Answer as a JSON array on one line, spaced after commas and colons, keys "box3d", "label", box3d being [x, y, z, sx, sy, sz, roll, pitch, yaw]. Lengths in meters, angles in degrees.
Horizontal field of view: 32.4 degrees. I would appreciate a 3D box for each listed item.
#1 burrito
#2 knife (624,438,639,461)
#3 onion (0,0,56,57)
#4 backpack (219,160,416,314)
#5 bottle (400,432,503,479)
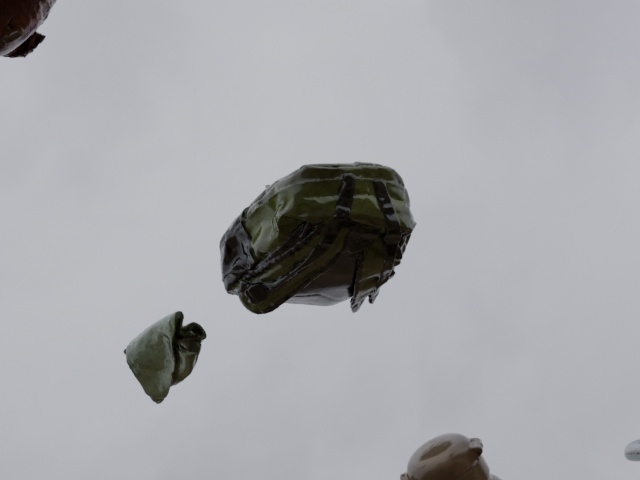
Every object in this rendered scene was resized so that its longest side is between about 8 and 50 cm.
[{"box3d": [-0.157, 0.118, 1.159, 0.118, 0.074, 0.044, -37, -6, 39], "label": "burrito"}, {"box3d": [0.295, 0.179, 0.936, 0.028, 0.015, 0.210, -23, -8, -6], "label": "knife"}, {"box3d": [-0.218, -0.157, 0.713, 0.107, 0.107, 0.097, -32, -57, 4], "label": "onion"}, {"box3d": [0.000, 0.000, 1.305, 0.207, 0.140, 0.253, 2, -25, -25], "label": "backpack"}, {"box3d": [0.160, 0.303, 1.150, 0.110, 0.097, 0.209, -29, -83, 11], "label": "bottle"}]
